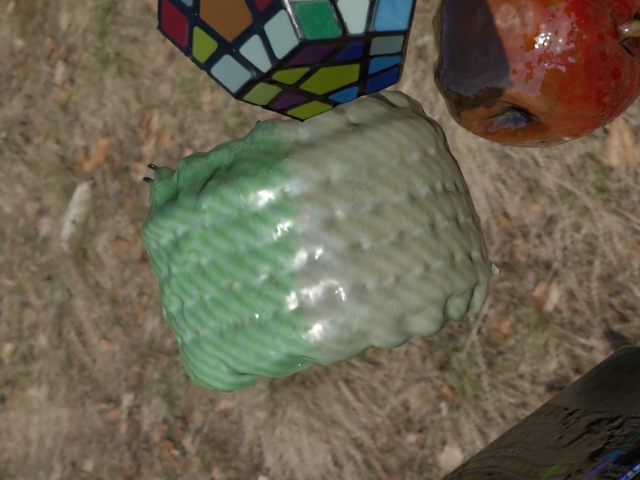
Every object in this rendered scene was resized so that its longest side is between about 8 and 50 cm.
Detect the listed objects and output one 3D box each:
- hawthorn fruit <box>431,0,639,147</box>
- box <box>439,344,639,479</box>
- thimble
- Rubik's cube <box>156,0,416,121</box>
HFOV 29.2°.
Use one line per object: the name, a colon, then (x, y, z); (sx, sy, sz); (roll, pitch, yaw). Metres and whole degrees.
hawthorn fruit: (0.256, -0.228, 1.410); (0.261, 0.258, 0.258); (-22, 46, 15)
box: (0.232, 0.194, 1.015); (0.310, 0.084, 0.198); (-30, 11, -27)
thimble: (0.000, 0.000, 0.779); (0.219, 0.219, 0.150); (-20, 86, 49)
Rubik's cube: (-0.010, -0.120, 0.545); (0.133, 0.111, 0.133); (13, -90, -88)
